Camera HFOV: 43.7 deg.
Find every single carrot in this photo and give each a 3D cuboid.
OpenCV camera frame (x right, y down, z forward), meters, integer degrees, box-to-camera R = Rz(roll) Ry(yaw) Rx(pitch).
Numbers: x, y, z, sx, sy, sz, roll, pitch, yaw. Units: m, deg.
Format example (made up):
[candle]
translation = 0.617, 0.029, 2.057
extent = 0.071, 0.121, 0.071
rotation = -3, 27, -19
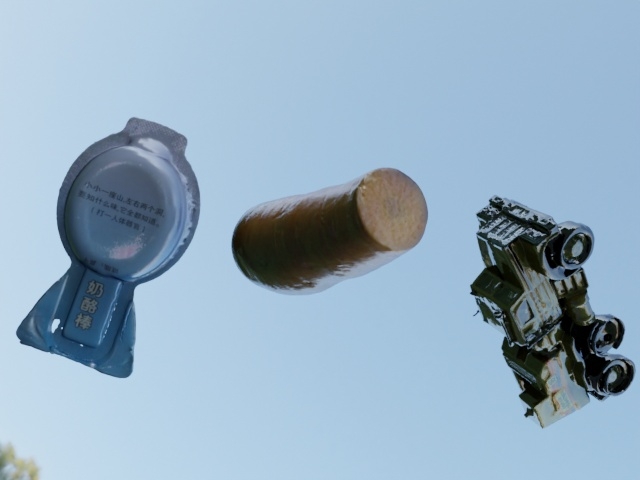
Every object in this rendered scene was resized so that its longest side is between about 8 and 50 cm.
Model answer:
[carrot]
translation = 0.000, 0.000, 0.626
extent = 0.193, 0.087, 0.087
rotation = -8, -77, 55

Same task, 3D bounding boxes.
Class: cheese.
[cheese]
translation = -0.196, 0.003, 0.766
extent = 0.135, 0.052, 0.245
rotation = 21, -88, -2

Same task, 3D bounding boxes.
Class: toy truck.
[toy truck]
translation = 0.237, 0.077, 0.873
extent = 0.127, 0.127, 0.257
rotation = 38, -24, 58
